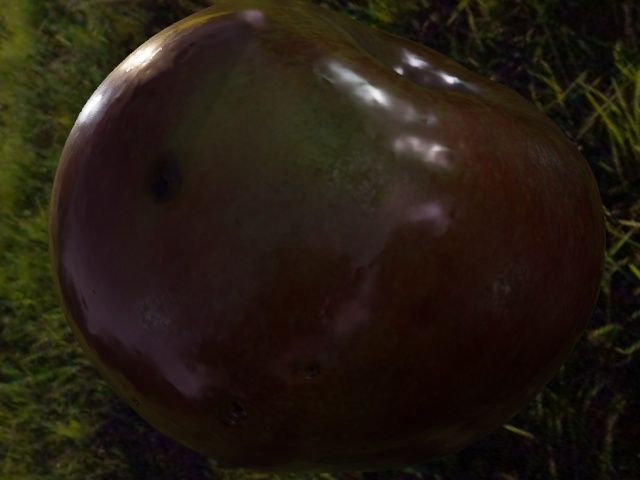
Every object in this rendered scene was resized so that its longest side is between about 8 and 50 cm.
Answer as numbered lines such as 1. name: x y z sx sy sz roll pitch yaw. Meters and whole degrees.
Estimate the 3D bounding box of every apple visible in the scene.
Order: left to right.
1. apple: 0.000 0.000 0.580 0.277 0.348 0.348 -64 32 19
